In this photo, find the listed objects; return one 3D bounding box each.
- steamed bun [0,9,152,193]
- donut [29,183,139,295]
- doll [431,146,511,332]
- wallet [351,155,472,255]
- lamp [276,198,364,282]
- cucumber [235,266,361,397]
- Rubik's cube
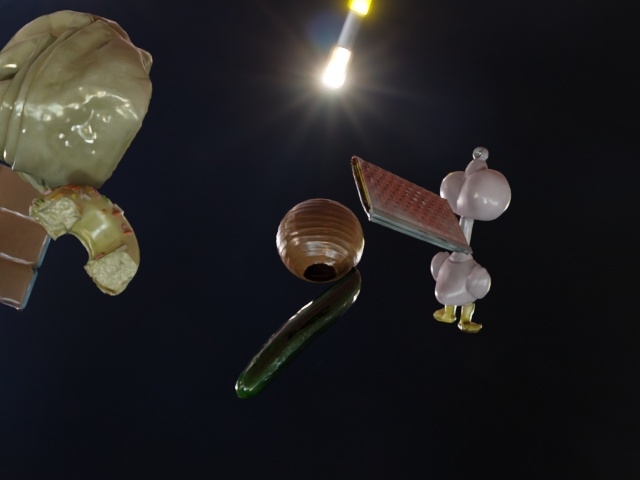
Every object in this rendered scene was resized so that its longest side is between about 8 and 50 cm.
[{"bbox_3d":[-0.384,-0.203,1.613,0.203,0.276,0.289,26,-158,-28],"label":"steamed bun"},{"bbox_3d":[-0.298,-0.017,1.494,0.166,0.065,0.108,47,-155,-18],"label":"donut"},{"bbox_3d":[0.290,-0.004,2.255,0.094,0.365,0.160,4,-169,-36],"label":"doll"},{"bbox_3d":[0.120,-0.043,1.497,0.196,0.020,0.103,19,-138,-42],"label":"wallet"},{"bbox_3d":[0.000,0.000,1.756,0.136,0.136,0.136,20,-164,-6],"label":"lamp"},{"bbox_3d":[-0.024,0.128,1.635,0.056,0.056,0.284,29,-126,25],"label":"cucumber"},{"bbox_3d":[-0.602,-0.032,1.925,0.221,0.224,0.231,22,176,-39],"label":"Rubik's cube"}]
